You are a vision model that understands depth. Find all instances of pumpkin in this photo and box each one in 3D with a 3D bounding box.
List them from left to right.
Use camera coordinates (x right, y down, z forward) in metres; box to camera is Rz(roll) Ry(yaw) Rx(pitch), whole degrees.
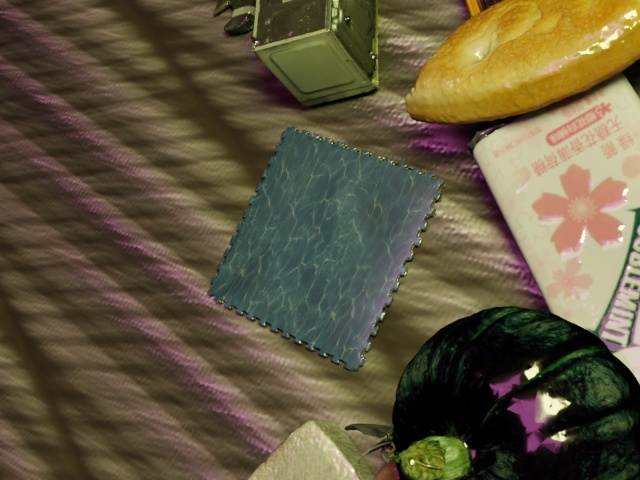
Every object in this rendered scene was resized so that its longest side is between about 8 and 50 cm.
[{"bbox_3d":[0.153,0.182,0.797,0.248,0.248,0.248,-10,68,25],"label":"pumpkin"}]

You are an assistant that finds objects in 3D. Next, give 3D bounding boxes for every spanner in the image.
[{"bbox_3d":[-0.054,-0.444,1.332,0.087,0.024,0.316,39,93,39],"label":"spanner"}]

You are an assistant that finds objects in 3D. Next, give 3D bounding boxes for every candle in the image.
[{"bbox_3d":[-0.007,0.291,1.016,0.192,0.068,0.169,-1,76,27],"label":"candle"}]

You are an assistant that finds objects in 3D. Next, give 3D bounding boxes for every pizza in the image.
[{"bbox_3d":[0.254,-0.224,0.959,0.365,0.074,0.182,-27,36,21],"label":"pizza"}]

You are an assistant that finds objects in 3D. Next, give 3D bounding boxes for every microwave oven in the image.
[{"bbox_3d":[0.004,-0.309,1.170,0.129,0.163,0.205,-9,65,23],"label":"microwave oven"}]

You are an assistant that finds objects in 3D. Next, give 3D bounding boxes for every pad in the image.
[{"bbox_3d":[0.000,0.000,1.150,0.269,0.012,0.270,21,83,32],"label":"pad"}]

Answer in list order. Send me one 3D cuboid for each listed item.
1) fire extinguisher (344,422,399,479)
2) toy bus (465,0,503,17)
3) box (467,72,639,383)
[{"bbox_3d":[0.117,0.304,0.922,0.104,0.105,0.269,-33,61,15],"label":"fire extinguisher"},{"bbox_3d":[0.211,-0.329,1.105,0.083,0.088,0.195,-23,63,21],"label":"toy bus"},{"bbox_3d":[0.311,0.004,0.925,0.190,0.112,0.370,-28,59,17],"label":"box"}]
